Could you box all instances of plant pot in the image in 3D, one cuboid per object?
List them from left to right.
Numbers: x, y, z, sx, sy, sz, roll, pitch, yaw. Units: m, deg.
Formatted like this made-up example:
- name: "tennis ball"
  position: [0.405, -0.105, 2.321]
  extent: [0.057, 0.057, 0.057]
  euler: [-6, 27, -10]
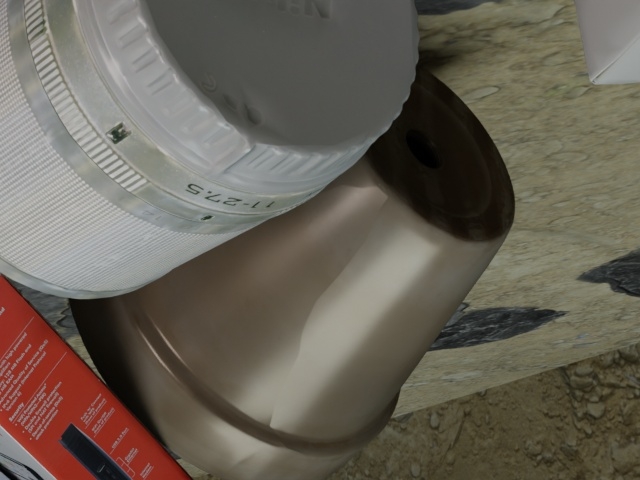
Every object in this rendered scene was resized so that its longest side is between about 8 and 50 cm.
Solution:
- name: "plant pot"
  position: [0.000, 0.000, 1.417]
  extent: [0.323, 0.323, 0.280]
  euler: [5, 143, -47]

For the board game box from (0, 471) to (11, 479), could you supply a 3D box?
- name: "board game box"
  position: [-0.411, 0.136, 1.417]
  extent: [0.319, 0.066, 0.318]
  euler: [47, 157, -29]

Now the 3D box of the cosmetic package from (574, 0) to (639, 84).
- name: "cosmetic package"
  position: [0.285, -0.220, 0.943]
  extent: [0.197, 0.155, 0.365]
  euler: [-6, 166, -16]

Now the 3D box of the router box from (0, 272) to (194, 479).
- name: "router box"
  position: [-0.301, 0.100, 1.381]
  extent: [0.335, 0.082, 0.301]
  euler: [19, 154, 39]

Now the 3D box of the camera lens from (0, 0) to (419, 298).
- name: "camera lens"
  position: [-0.102, -0.098, 1.024]
  extent: [0.219, 0.219, 0.274]
  euler: [1, 162, -38]
